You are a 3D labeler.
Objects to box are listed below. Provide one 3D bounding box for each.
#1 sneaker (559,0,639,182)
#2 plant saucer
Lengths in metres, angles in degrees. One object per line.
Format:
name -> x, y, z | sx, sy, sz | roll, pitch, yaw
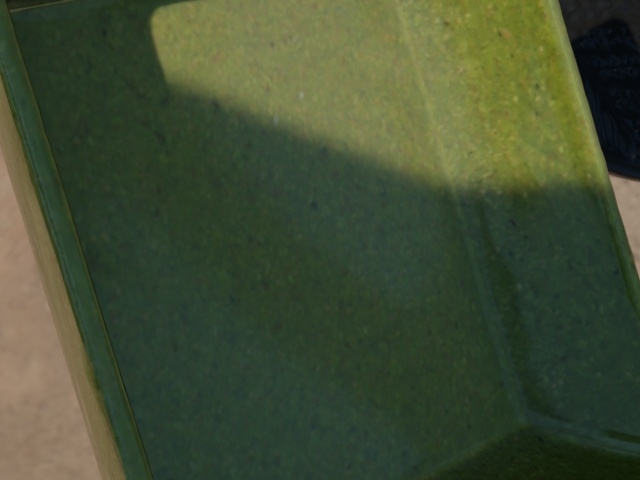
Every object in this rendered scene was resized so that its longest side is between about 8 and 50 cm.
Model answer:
sneaker -> 0.040, -0.075, 0.699 | 0.295, 0.178, 0.124 | -6, 105, -19
plant saucer -> 0.000, 0.000, 0.425 | 0.188, 0.045, 0.188 | -19, 93, -47
